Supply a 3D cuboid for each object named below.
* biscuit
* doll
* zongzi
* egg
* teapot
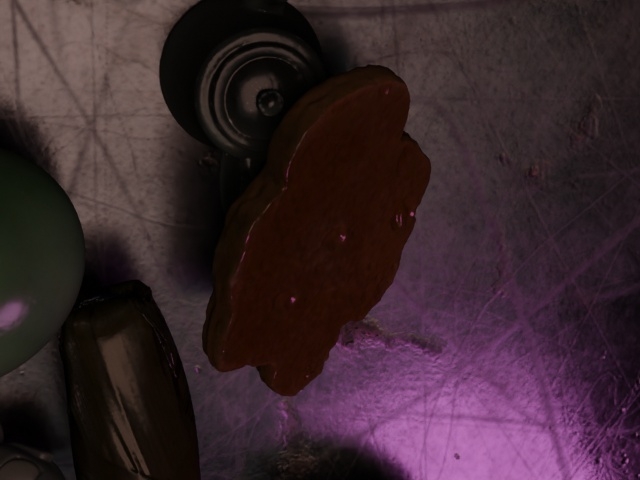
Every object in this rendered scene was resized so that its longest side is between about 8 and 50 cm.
[{"bbox_3d":[-0.003,-0.002,1.697,0.269,0.051,0.376,-21,136,-40],"label":"biscuit"},{"bbox_3d":[-0.308,0.236,1.724,0.227,0.075,0.102,40,99,10],"label":"doll"},{"bbox_3d":[-0.170,0.212,1.645,0.123,0.289,0.260,-9,130,-8],"label":"zongzi"},{"bbox_3d":[-0.346,0.029,1.598,0.269,0.220,0.220,-24,112,1],"label":"egg"},{"bbox_3d":[-0.061,-0.134,1.657,0.162,0.149,0.239,8,105,-18],"label":"teapot"}]
